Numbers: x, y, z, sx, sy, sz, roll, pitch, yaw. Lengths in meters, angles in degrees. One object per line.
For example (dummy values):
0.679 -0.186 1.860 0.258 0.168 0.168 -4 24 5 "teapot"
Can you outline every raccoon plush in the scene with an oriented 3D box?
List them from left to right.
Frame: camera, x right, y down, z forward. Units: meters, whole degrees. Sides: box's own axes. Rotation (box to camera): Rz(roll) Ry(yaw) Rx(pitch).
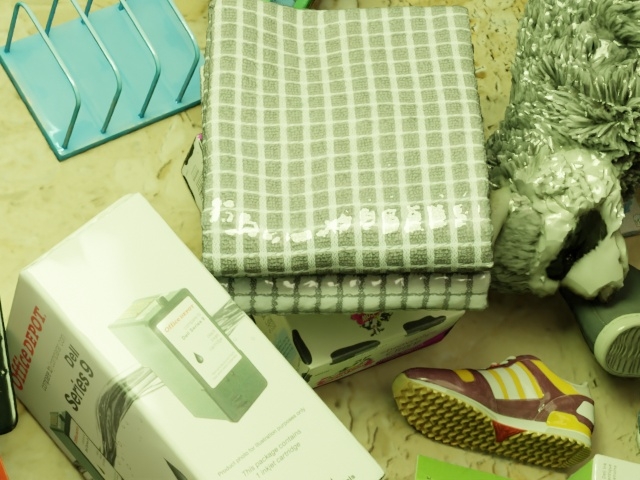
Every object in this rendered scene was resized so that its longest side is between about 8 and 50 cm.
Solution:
0.179 -0.150 1.687 0.299 0.216 0.446 -26 59 -5 "raccoon plush"

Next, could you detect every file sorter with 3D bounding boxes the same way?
-0.174 -0.170 1.634 0.170 0.104 0.118 -25 75 -27 "file sorter"

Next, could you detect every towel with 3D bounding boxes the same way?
0.017 -0.077 1.506 0.235 0.121 0.283 -3 53 0 "towel"

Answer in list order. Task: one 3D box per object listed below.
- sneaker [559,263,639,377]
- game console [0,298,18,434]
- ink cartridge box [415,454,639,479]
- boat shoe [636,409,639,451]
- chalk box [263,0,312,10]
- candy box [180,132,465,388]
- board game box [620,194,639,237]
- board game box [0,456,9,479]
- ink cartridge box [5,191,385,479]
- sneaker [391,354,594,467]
0.322 0.069 1.690 0.222 0.083 0.118 13 30 -31 "sneaker"
-0.285 0.112 1.456 0.071 0.107 0.122 -3 65 -20 "game console"
0.204 0.275 1.539 0.255 0.097 0.189 15 61 -11 "ink cartridge box"
0.389 0.199 1.603 0.254 0.079 0.095 34 65 23 "boat shoe"
-0.042 -0.286 1.720 0.132 0.132 0.213 32 60 -2 "chalk box"
0.000 0.000 1.624 0.159 0.071 0.233 -18 70 -24 "candy box"
0.250 -0.040 1.754 0.090 0.020 0.090 -12 70 -23 "board game box"
-0.398 0.250 1.128 0.356 0.356 0.356 25 50 39 "board game box"
-0.111 0.136 1.441 0.121 0.211 0.289 -37 79 -27 "ink cartridge box"
0.149 0.133 1.615 0.185 0.069 0.084 20 51 -14 "sneaker"
